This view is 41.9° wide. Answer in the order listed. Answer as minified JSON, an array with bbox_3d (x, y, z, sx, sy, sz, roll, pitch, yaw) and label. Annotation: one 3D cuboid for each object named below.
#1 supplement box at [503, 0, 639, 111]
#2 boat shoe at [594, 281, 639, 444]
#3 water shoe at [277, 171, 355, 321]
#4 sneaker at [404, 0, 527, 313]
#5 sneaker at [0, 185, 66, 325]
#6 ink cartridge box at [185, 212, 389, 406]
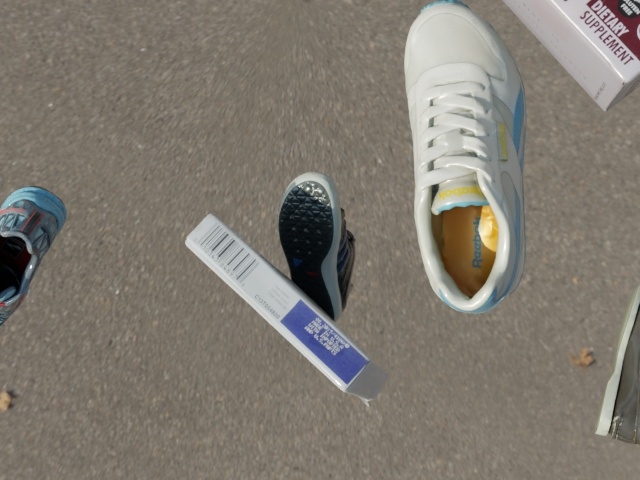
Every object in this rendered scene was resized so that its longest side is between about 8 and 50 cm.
[{"bbox_3d":[0.213,-0.200,0.456,0.239,0.073,0.130,-40,80,5],"label":"supplement box"},{"bbox_3d":[0.434,0.165,1.137,0.068,0.081,0.228,16,71,17],"label":"boat shoe"},{"bbox_3d":[0.000,0.000,0.947,0.072,0.080,0.203,14,128,20],"label":"water shoe"},{"bbox_3d":[0.106,-0.061,0.604,0.087,0.092,0.229,-9,93,20],"label":"sneaker"},{"bbox_3d":[-0.445,0.045,1.133,0.104,0.125,0.262,28,119,-15],"label":"sneaker"},{"bbox_3d":[-0.024,0.081,0.889,0.223,0.224,0.045,41,85,16],"label":"ink cartridge box"}]
